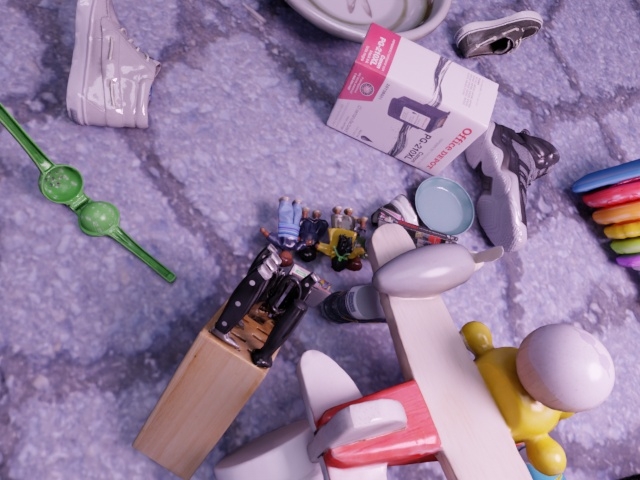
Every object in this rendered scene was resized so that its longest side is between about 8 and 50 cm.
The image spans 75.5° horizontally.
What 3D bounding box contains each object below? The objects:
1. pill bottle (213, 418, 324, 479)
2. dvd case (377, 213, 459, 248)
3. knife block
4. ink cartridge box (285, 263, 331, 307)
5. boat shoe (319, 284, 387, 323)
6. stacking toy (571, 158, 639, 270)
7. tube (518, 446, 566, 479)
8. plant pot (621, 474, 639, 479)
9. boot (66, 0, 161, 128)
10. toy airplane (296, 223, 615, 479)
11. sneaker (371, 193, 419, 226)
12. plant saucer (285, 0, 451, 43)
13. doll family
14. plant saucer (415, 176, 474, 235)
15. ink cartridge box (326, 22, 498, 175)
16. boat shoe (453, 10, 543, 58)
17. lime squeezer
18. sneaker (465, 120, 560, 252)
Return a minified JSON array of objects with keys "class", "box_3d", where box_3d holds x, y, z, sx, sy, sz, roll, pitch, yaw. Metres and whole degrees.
[{"class":"pill bottle","box_3d":[-0.012,0.371,0.474,0.161,0.160,0.283,-19,77,-20]},{"class":"dvd case","box_3d":[0.142,0.009,0.629,0.120,0.087,0.013,18,53,19]},{"class":"knife block","box_3d":[-0.110,0.143,0.483,0.088,0.242,0.275,34,66,-1]},{"class":"ink cartridge box","box_3d":[-0.020,0.064,0.604,0.063,0.115,0.029,29,67,-4]},{"class":"boat shoe","box_3d":[0.087,0.099,0.653,0.183,0.083,0.065,11,71,-40]},{"class":"stacking toy","box_3d":[0.629,-0.005,0.797,0.175,0.166,0.301,-13,86,-31]},{"class":"tube","box_3d":[0.367,0.420,0.623,0.080,0.052,0.207,-23,84,-10]},{"class":"plant pot","box_3d":[0.540,0.440,0.594,0.167,0.187,0.188,5,70,-1]},{"class":"boot","box_3d":[-0.326,-0.300,0.674,0.124,0.095,0.258,3,79,-20]},{"class":"toy airplane","box_3d":[0.171,0.174,0.459,0.386,0.272,0.384,42,36,-2]},{"class":"sneaker","box_3d":[0.143,0.017,0.701,0.077,0.072,0.178,-25,75,-3]},{"class":"plant saucer","box_3d":[0.068,-0.536,0.847,0.401,0.100,0.400,5,69,-14]},{"class":"doll family","box_3d":[0.000,0.000,0.659,0.193,0.076,0.111,8,74,-7]},{"class":"plant saucer","box_3d":[0.226,-0.060,0.764,0.120,0.021,0.119,5,69,-13]},{"class":"ink cartridge box","box_3d":[0.153,-0.234,0.724,0.237,0.172,0.100,23,67,-6]},{"class":"boat shoe","box_3d":[0.406,-0.449,0.924,0.220,0.078,0.070,-17,75,-11]},{"class":"lime squeezer","box_3d":[-0.324,-0.057,0.580,0.310,0.110,0.058,54,45,-25]},{"class":"sneaker","box_3d":[0.376,-0.109,0.776,0.153,0.101,0.268,-1,69,-13]}]
